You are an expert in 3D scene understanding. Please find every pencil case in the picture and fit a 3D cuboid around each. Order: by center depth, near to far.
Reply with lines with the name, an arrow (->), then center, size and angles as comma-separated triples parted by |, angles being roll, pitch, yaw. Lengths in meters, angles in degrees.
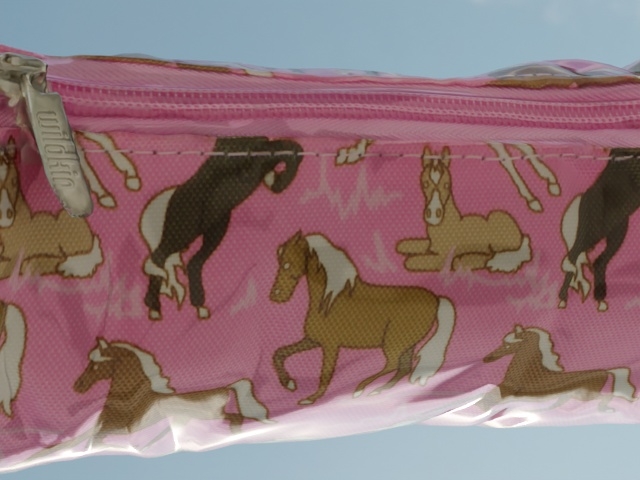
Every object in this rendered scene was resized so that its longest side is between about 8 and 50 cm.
pencil case -> 0.000, 0.000, 0.709 | 0.386, 0.167, 0.160 | 0, -86, -29
